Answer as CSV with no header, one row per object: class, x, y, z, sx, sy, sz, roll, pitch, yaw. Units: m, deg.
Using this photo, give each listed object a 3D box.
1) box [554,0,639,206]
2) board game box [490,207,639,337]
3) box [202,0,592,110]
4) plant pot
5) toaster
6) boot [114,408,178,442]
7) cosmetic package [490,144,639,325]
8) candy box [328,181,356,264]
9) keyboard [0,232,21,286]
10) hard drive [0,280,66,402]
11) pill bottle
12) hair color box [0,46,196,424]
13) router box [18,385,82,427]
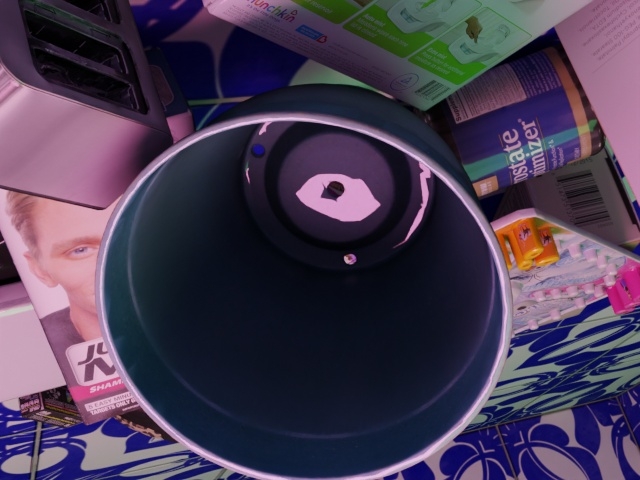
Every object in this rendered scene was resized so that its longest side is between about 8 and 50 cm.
box,0.335,-0.143,0.736,0.215,0.345,0.168,2,150,-39
board game box,0.198,0.097,1.213,0.390,0.050,0.390,-29,152,32
box,0.076,-0.223,0.646,0.231,0.126,0.262,-32,153,31
plant pot,0.000,0.000,0.718,0.272,0.271,0.255,-25,-162,16
toaster,-0.202,-0.124,0.624,0.110,0.168,0.186,-33,154,26
boot,-0.173,0.222,1.372,0.378,0.138,0.284,10,157,-2
cosmetic package,0.329,0.006,1.330,0.129,0.153,0.296,-13,158,-8
candy box,-0.046,0.007,1.099,0.233,0.071,0.159,-31,132,28
keyboard,-0.297,0.069,1.046,0.202,0.033,0.317,-28,150,7
hard drive,-0.295,0.104,1.033,0.308,0.040,0.203,-13,149,-18
pill bottle,0.171,-0.112,0.978,0.219,0.122,0.123,-21,157,6
hair color box,-0.186,0.012,0.864,0.174,0.105,0.347,-18,137,-12
router box,-0.392,0.216,1.360,0.038,0.092,0.122,-22,157,9
